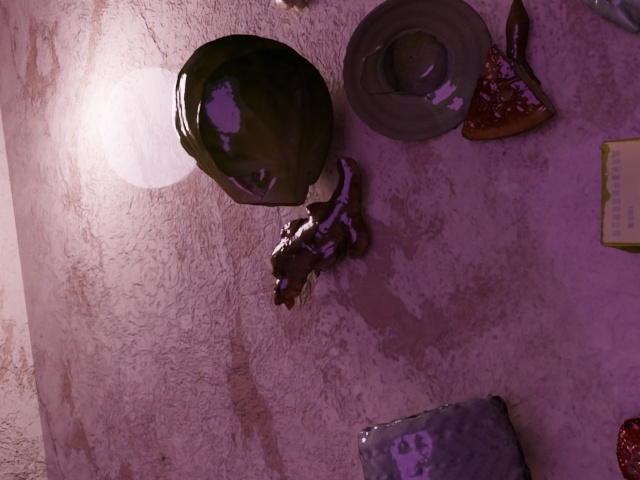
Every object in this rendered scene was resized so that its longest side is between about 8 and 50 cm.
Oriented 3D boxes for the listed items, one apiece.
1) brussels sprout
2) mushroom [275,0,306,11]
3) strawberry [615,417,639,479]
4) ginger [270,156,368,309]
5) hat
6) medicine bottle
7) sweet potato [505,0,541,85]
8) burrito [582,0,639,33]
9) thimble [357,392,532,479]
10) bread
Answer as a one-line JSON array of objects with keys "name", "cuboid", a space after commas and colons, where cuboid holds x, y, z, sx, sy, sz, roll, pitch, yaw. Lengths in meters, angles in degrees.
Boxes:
[{"name": "brussels sprout", "cuboid": [-0.122, -0.227, 1.090, 0.281, 0.289, 0.354, -22, 78, 52]}, {"name": "mushroom", "cuboid": [-0.059, -0.533, 1.199, 0.084, 0.067, 0.083, -30, 34, 23]}, {"name": "strawberry", "cuboid": [0.428, 0.282, 0.724, 0.083, 0.083, 0.096, -25, 63, 37]}, {"name": "ginger", "cuboid": [-0.001, 0.001, 1.113, 0.333, 0.080, 0.166, -45, 73, 22]}, {"name": "hat", "cuboid": [0.163, -0.307, 0.953, 0.252, 0.252, 0.110, -50, 20, 27]}, {"name": "medicine bottle", "cuboid": [0.479, -0.057, 0.658, 0.250, 0.141, 0.137, -1, 84, 41]}, {"name": "sweet potato", "cuboid": [0.316, -0.315, 0.880, 0.041, 0.038, 0.153, -11, 83, 29]}, {"name": "burrito", "cuboid": [0.428, -0.349, 0.783, 0.074, 0.044, 0.118, -48, 55, 23]}, {"name": "thimble", "cuboid": [0.183, 0.334, 0.840, 0.246, 0.217, 0.157, -23, 73, 23]}, {"name": "bread", "cuboid": [0.304, -0.217, 0.867, 0.136, 0.054, 0.154, 31, 125, 36]}]
